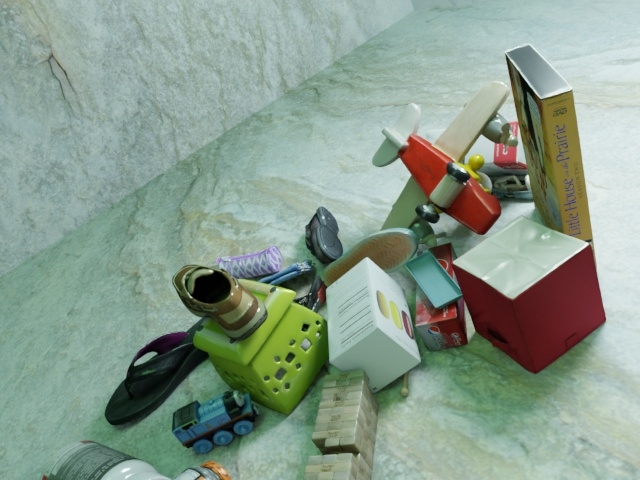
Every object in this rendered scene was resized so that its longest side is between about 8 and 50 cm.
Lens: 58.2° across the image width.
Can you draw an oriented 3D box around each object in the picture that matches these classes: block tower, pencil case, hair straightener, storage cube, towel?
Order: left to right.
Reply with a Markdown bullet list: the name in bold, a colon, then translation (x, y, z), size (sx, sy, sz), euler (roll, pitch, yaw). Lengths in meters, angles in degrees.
- **pencil case**: translation (-0.218, 0.068, 1.763), size (0.206, 0.088, 0.086), euler (-12, 35, 23)
- **towel**: translation (-0.128, 0.106, 1.547), size (0.209, 0.034, 0.285), euler (-24, -2, 7)
- **hair straightener**: translation (-0.034, 0.174, 1.504), size (0.089, 0.047, 0.230), euler (-11, 38, 33)
- **block tower**: translation (0.037, 0.396, 1.039), size (0.091, 0.097, 0.335), euler (-14, 34, 22)
- **storage cube**: translation (0.399, 0.099, 1.111), size (0.215, 0.193, 0.184), euler (-32, 30, -10)

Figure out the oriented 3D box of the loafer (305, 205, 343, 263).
- **loafer**: translation (0.000, 0.000, 1.704), size (0.095, 0.109, 0.302), euler (-40, 20, 17)

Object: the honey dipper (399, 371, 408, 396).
- **honey dipper**: translation (0.181, 0.257, 1.205), size (0.031, 0.030, 0.160), euler (-15, 35, 21)

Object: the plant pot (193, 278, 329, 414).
- **plant pot**: translation (-0.133, 0.220, 1.305), size (0.227, 0.207, 0.228), euler (8, 53, 46)

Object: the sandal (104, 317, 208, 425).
- **sandal**: translation (-0.399, 0.296, 1.529), size (0.446, 0.107, 0.168), euler (-41, 32, -23)

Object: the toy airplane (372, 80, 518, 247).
- **toy airplane**: translation (0.310, -0.169, 1.449), size (0.386, 0.273, 0.383), euler (-14, 64, 54)

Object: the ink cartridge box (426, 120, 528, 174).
- **ink cartridge box**: translation (0.452, -0.243, 1.592), size (0.273, 0.114, 0.197), euler (1, -3, 41)

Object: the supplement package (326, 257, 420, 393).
- **supplement package**: translation (0.107, 0.179, 1.244), size (0.134, 0.139, 0.244), euler (-41, 25, 21)

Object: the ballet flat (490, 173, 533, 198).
- **ballet flat**: translation (0.531, -0.144, 1.517), size (0.189, 0.070, 0.070), euler (-4, 37, 35)

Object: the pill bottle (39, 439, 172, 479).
- **pill bottle**: translation (-0.424, 0.511, 1.157), size (0.283, 0.161, 0.161), euler (-1, 39, 39)

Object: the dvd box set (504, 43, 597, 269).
- **dvd box set**: translation (0.493, -0.176, 1.237), size (0.062, 0.420, 0.307), euler (-16, 32, 14)

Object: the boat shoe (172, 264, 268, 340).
- **boat shoe**: translation (-0.236, 0.102, 1.242), size (0.324, 0.119, 0.122), euler (17, 60, 49)

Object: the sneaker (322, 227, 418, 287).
- **sneaker**: translation (0.135, 0.032, 1.452), size (0.302, 0.108, 0.121), euler (-29, 6, 42)

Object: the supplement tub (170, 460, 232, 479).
- **supplement tub**: translation (-0.254, 0.495, 1.048), size (0.117, 0.116, 0.190), euler (0, 15, 39)

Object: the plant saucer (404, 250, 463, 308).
- **plant saucer**: translation (0.247, 0.086, 1.261), size (0.067, 0.018, 0.192), euler (-27, 28, 1)

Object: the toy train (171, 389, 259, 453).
- **toy train**: translation (-0.228, 0.388, 1.248), size (0.184, 0.105, 0.080), euler (-26, 30, 3)

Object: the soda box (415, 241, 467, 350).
- **soda box**: translation (0.269, 0.120, 1.291), size (0.092, 0.083, 0.263), euler (-16, 32, 21)
